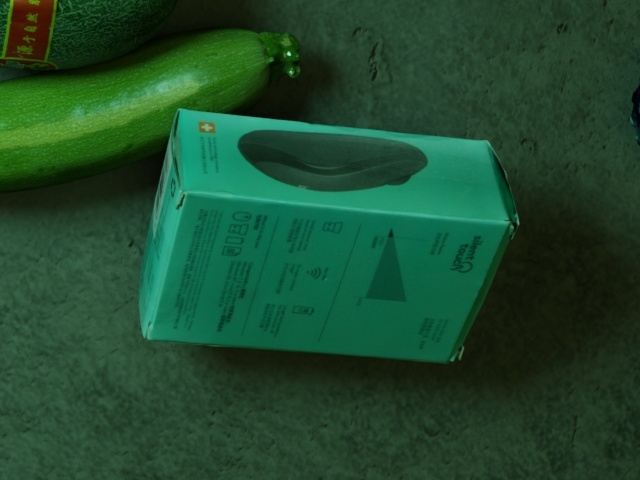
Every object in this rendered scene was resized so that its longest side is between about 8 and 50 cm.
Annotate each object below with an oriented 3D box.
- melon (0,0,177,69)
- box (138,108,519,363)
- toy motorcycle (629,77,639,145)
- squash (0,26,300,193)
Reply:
[{"bbox_3d":[-0.264,-0.238,1.462,0.287,0.182,0.182,4,99,-10],"label":"melon"},{"bbox_3d":[0.000,0.000,1.555,0.311,0.118,0.205,5,137,-13],"label":"box"},{"bbox_3d":[0.500,-0.076,1.673,0.410,0.169,0.237,39,88,-16],"label":"toy motorcycle"},{"bbox_3d":[-0.203,-0.116,1.538,0.395,0.107,0.107,-16,103,-11],"label":"squash"}]
